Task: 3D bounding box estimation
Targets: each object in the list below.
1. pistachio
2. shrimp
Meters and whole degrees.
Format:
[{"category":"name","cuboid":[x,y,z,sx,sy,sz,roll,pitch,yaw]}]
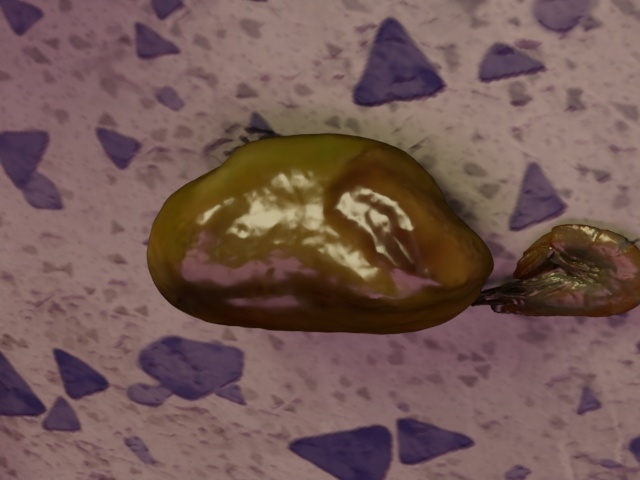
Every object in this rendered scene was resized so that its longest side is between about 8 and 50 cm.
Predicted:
[{"category":"pistachio","cuboid":[0.002,0.001,0.979,0.189,0.100,0.110,-1,155,14]},{"category":"shrimp","cuboid":[0.131,0.017,0.988,0.108,0.023,0.059,-3,121,27]}]
